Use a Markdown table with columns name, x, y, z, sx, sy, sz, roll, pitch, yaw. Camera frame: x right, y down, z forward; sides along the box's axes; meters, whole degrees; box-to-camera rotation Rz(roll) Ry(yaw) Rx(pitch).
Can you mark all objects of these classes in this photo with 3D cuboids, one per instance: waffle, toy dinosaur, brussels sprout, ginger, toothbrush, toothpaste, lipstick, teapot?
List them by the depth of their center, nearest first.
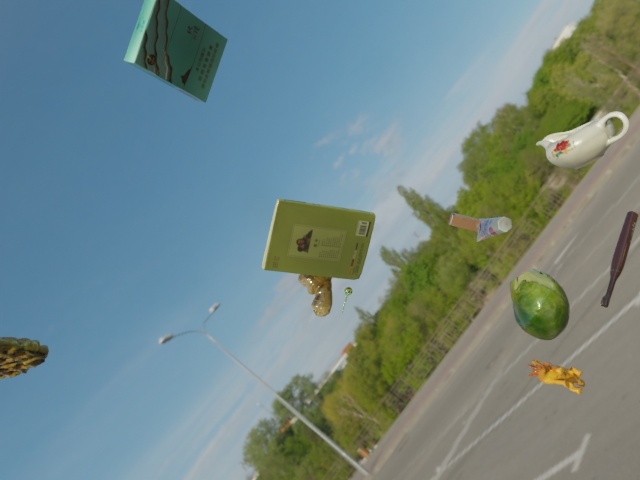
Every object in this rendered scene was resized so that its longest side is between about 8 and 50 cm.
| name | x | y | z | sx | sy | sz | roll | pitch | yaw |
| --- | --- | --- | --- | --- | --- | --- | --- | --- | --- |
| teapot | 0.579 | -0.215 | 1.265 | 0.145 | 0.092 | 0.226 | -33 | 4 | -28 |
| waffle | -0.815 | 0.289 | 1.374 | 0.281 | 0.058 | 0.301 | -25 | -23 | 19 |
| brussels sprout | 0.567 | 0.164 | 1.485 | 0.144 | 0.181 | 0.161 | -38 | -14 | 35 |
| toothpaste | 0.457 | -0.036 | 1.547 | 0.194 | 0.043 | 0.067 | 136 | 142 | -84 |
| toy dinosaur | 0.648 | 0.375 | 1.632 | 0.117 | 0.288 | 0.070 | -1 | 70 | 57 |
| toothbrush | 0.891 | 0.053 | 1.718 | 0.364 | 0.041 | 0.041 | -58 | -10 | -28 |
| ginger | 0.014 | 0.094 | 1.998 | 0.081 | 0.148 | 0.334 | 42 | -114 | -62 |
| lipstick | 0.522 | -0.059 | 2.002 | 0.045 | 0.145 | 0.045 | -68 | -9 | -82 |

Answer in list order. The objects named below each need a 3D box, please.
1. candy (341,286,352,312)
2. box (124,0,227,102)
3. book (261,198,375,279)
| name | x | y | z | sx | sy | sz | roll | pitch | yaw |
| --- | --- | --- | --- | --- | --- | --- | --- | --- | --- |
| candy | 0.079 | 0.184 | 1.771 | 0.023 | 0.025 | 0.083 | 16 | 93 | 65 |
| box | -0.310 | -0.420 | 1.268 | 0.229 | 0.041 | 0.162 | 19 | -89 | -60 |
| book | 0.000 | 0.000 | 1.871 | 0.035 | 0.352 | 0.239 | -136 | 57 | -61 |
